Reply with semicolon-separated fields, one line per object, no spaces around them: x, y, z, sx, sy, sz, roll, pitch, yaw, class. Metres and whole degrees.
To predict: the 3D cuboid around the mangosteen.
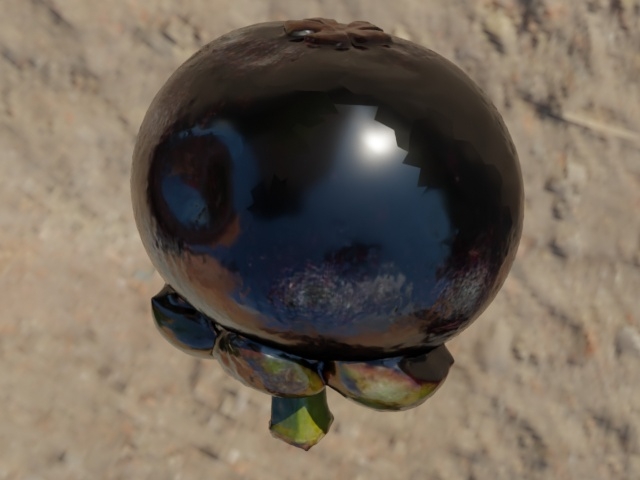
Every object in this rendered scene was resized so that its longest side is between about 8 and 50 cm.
0.000;0.000;1.295;0.275;0.275;0.302;11;107;13;mangosteen
